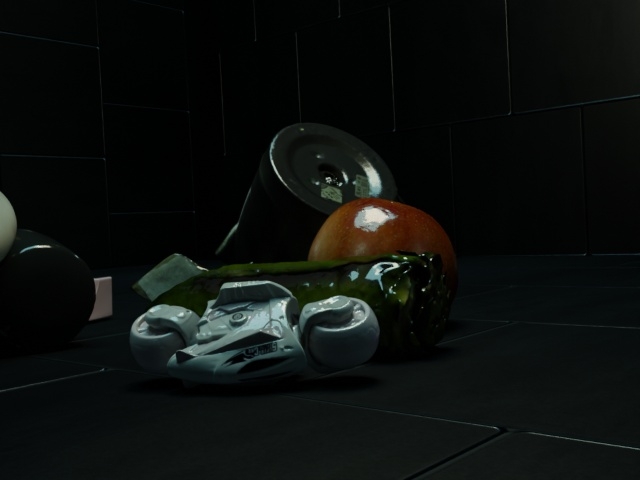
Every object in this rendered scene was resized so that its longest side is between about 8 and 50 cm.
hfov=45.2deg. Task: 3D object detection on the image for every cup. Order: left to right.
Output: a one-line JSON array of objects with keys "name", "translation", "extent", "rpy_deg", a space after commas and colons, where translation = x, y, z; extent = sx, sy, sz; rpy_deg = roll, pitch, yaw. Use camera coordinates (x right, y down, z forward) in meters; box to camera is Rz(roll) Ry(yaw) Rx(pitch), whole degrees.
[{"name": "cup", "translation": [-0.434, 0.080, 1.069], "extent": [0.223, 0.169, 0.176], "rpy_deg": [-22, 21, -37]}]

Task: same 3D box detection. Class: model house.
[{"name": "model house", "translation": [-0.238, 0.096, 1.416], "extent": [0.165, 0.106, 0.152], "rpy_deg": [33, -8, 7]}]

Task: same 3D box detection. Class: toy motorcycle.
[{"name": "toy motorcycle", "translation": [-0.070, 0.102, 0.751], "extent": [0.254, 0.112, 0.112], "rpy_deg": [-4, 1, 12]}]

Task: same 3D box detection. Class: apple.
[{"name": "apple", "translation": [0.091, 0.032, 1.094], "extent": [0.210, 0.173, 0.235], "rpy_deg": [6, -2, 12]}]

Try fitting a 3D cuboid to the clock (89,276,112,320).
[{"name": "clock", "translation": [-0.551, 0.114, 1.325], "extent": [0.275, 0.080, 0.290], "rpy_deg": [-3, 0, 23]}]

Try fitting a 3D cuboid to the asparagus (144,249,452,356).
[{"name": "asparagus", "translation": [-0.039, 0.079, 0.927], "extent": [0.382, 0.128, 0.108], "rpy_deg": [-4, -35, 22]}]

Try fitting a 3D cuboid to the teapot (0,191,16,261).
[{"name": "teapot", "translation": [-0.500, -0.005, 0.994], "extent": [0.208, 0.166, 0.300], "rpy_deg": [-24, 25, -13]}]

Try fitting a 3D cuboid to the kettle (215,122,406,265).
[{"name": "kettle", "translation": [0.000, 0.000, 1.345], "extent": [0.321, 0.228, 0.324], "rpy_deg": [15, -46, -18]}]
